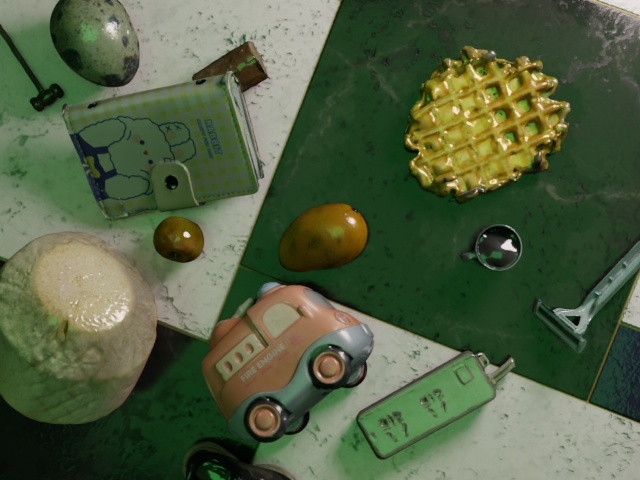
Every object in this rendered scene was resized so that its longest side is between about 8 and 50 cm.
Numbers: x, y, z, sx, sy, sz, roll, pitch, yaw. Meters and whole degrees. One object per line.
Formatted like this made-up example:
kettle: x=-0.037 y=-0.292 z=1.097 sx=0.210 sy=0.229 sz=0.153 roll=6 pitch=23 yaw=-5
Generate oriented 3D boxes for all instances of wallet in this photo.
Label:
wallet: x=-0.266 y=-0.159 z=1.687 sx=0.310 sy=0.077 sz=0.223 roll=-10 pitch=114 yaw=15

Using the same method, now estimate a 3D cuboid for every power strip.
power strip: x=0.203 y=0.270 z=1.689 sx=0.288 sy=0.053 sz=0.093 roll=-31 pitch=87 yaw=5

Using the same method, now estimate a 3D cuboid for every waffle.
waffle: x=0.283 y=-0.194 z=1.678 sx=0.262 sy=0.060 sz=0.280 roll=22 pitch=92 yaw=5

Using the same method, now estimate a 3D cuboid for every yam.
yam: x=-0.157 y=-0.286 z=1.706 sx=0.127 sy=0.084 sz=0.084 roll=-28 pitch=88 yaw=5

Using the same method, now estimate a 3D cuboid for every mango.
mango: x=0.001 y=-0.005 z=1.689 sx=0.163 sy=0.089 sz=0.111 roll=-8 pitch=90 yaw=13

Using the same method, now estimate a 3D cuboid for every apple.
apple: x=-0.246 y=-0.002 z=1.708 sx=0.090 sy=0.089 sz=0.074 roll=15 pitch=79 yaw=5

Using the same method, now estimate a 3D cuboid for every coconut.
coconut: x=-0.424 y=0.149 z=1.635 sx=0.329 sy=0.329 sz=0.328 roll=0 pitch=90 yaw=5

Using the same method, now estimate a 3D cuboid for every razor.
razor: x=0.500 y=0.064 z=1.668 sx=0.278 sy=0.056 sz=0.111 roll=-43 pitch=51 yaw=-2

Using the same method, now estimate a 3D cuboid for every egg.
egg: x=-0.385 y=-0.347 z=1.695 sx=0.141 sy=0.141 sz=0.181 roll=-31 pitch=96 yaw=4

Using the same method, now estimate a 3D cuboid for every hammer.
hammer: x=-0.563 y=-0.365 z=1.770 sx=0.058 sy=0.029 sz=0.292 roll=-34 pitch=85 yaw=2

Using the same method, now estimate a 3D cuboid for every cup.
cup: x=0.287 y=0.015 z=1.669 sx=0.100 sy=0.077 sz=0.078 roll=-15 pitch=89 yaw=4

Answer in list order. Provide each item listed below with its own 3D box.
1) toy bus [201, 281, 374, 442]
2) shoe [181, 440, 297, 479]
toy bus: x=-0.064 y=0.197 z=1.655 sx=0.288 sy=0.194 sz=0.232 roll=-42 pitch=74 yaw=4
shoe: x=-0.140 y=0.424 z=1.688 sx=0.228 sy=0.112 sz=0.099 roll=22 pitch=91 yaw=6
